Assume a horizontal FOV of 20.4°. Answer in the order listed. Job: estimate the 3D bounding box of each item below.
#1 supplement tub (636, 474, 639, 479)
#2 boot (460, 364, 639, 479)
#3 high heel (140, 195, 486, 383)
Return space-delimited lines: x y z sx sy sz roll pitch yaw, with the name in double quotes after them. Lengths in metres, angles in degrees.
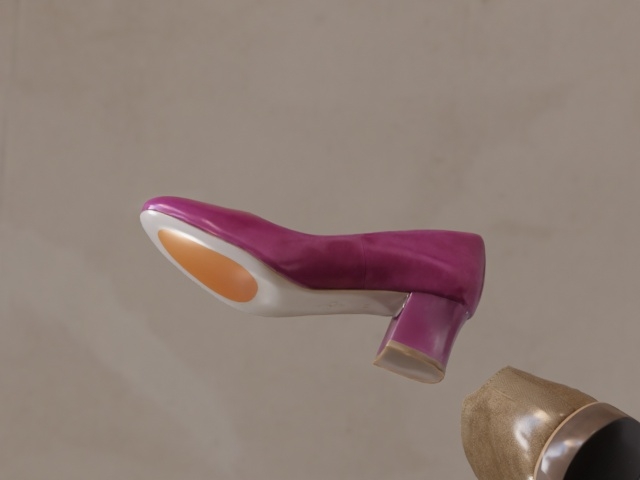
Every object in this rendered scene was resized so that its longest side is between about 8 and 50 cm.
0.294 0.252 1.029 0.338 0.207 0.207 68 -172 -46 "supplement tub"
0.174 0.197 1.207 0.115 0.112 0.305 32 152 42 "boot"
0.000 0.000 1.240 0.082 0.244 0.117 120 172 -61 "high heel"
